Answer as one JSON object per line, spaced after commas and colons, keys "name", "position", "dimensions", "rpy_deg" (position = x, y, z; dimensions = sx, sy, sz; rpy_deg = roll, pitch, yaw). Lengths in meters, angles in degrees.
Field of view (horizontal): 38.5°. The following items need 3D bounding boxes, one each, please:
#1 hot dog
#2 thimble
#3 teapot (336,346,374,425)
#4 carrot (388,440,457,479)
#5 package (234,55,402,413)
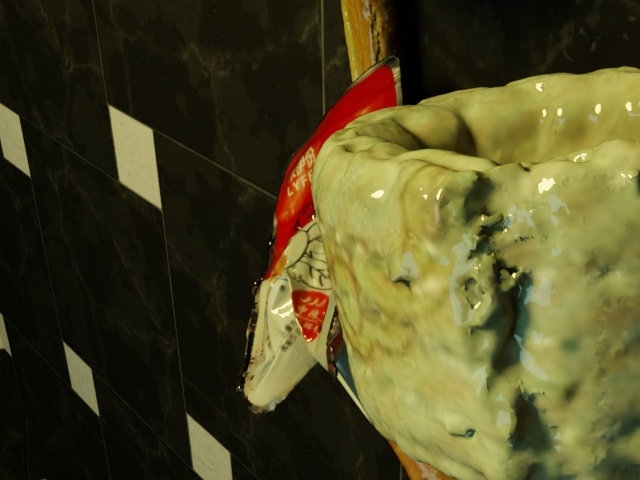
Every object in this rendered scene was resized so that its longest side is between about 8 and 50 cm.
{"name": "hot dog", "position": [0.050, -0.153, 0.789], "dimensions": [0.066, 0.047, 0.216], "rpy_deg": [34, 137, 60]}
{"name": "thimble", "position": [0.139, 0.014, 0.543], "dimensions": [0.291, 0.291, 0.195], "rpy_deg": [12, 119, 52]}
{"name": "teapot", "position": [0.071, 0.084, 0.826], "dimensions": [0.298, 0.139, 0.204], "rpy_deg": [53, 171, 15]}
{"name": "carrot", "position": [0.099, 0.202, 0.906], "dimensions": [0.205, 0.072, 0.072], "rpy_deg": [52, 144, 20]}
{"name": "package", "position": [0.000, 0.000, 0.733], "dimensions": [0.071, 0.269, 0.194], "rpy_deg": [34, 140, -26]}
